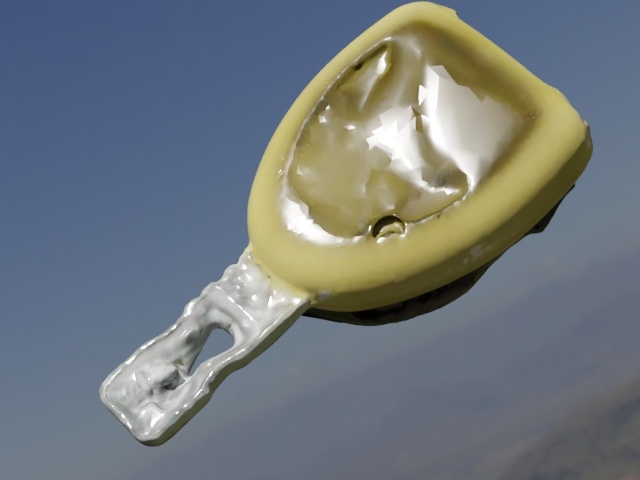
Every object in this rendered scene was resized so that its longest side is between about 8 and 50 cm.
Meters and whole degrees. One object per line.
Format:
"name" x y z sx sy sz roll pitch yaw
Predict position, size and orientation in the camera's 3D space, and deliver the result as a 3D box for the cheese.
"cheese" 0.000 0.000 0.588 0.162 0.086 0.036 -42 -25 -11
